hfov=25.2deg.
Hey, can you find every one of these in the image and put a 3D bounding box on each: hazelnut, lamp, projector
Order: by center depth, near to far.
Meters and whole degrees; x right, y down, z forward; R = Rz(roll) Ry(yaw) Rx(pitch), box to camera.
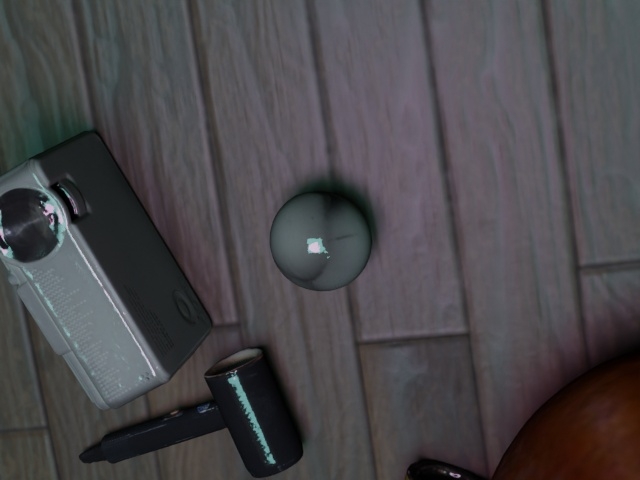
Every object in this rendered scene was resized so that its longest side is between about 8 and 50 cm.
[{"bbox_3d":[0.338,0.281,1.344,0.366,0.366,0.365,2,104,10],"label":"hazelnut"},{"bbox_3d":[0.000,0.000,1.457,0.105,0.105,0.105,2,104,10],"label":"lamp"},{"bbox_3d":[-0.233,0.030,1.460,0.099,0.192,0.256,-29,97,15],"label":"projector"}]

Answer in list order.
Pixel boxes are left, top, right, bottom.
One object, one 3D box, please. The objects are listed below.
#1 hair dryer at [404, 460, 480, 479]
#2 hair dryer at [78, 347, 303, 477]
[{"bbox_3d":[0.210,0.338,1.518,0.279,0.090,0.135,14,105,0],"label":"hair dryer"},{"bbox_3d":[-0.148,0.218,1.566,0.255,0.070,0.128,-22,100,22],"label":"hair dryer"}]
